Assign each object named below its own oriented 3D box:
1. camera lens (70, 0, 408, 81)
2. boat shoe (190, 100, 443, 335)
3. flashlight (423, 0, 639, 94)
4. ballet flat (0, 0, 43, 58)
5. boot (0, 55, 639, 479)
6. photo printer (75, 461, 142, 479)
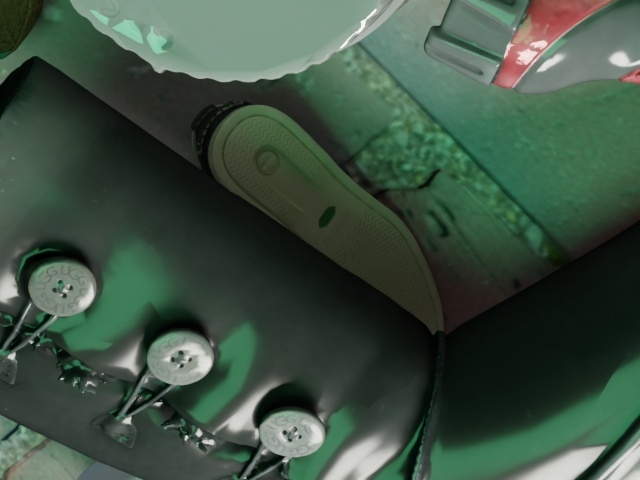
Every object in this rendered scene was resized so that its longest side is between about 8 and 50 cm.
[{"bbox_3d":[-0.013,-0.229,0.965,0.219,0.274,0.219,10,123,15],"label":"camera lens"},{"bbox_3d":[0.000,0.000,1.245,0.233,0.084,0.079,50,163,-22],"label":"boat shoe"},{"bbox_3d":[0.214,-0.088,1.081,0.304,0.103,0.103,26,153,2],"label":"flashlight"},{"bbox_3d":[-0.314,-0.239,1.167,0.116,0.124,0.342,-29,107,32],"label":"ballet flat"},{"bbox_3d":[-0.001,0.020,1.134,0.445,0.146,0.367,33,108,-10],"label":"boot"},{"bbox_3d":[-0.010,0.255,1.378,0.256,0.107,0.307,-28,108,32],"label":"photo printer"}]
